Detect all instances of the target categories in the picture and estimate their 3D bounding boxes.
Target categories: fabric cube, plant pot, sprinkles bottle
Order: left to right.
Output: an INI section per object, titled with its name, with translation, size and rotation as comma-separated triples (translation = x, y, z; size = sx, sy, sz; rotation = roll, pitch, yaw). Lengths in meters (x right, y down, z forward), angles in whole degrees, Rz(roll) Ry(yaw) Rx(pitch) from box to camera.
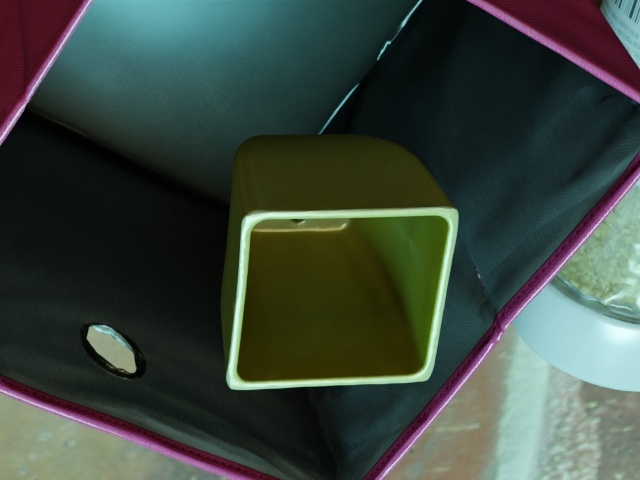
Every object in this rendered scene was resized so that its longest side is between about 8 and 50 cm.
[fabric cube]
translation = -0.041, -0.078, 0.889
size = 0.254, 0.258, 0.259
rotation = 25, 115, -29
[plant pot]
translation = 0.000, 0.000, 0.741
size = 0.081, 0.083, 0.081
rotation = -1, 124, -12
[sprinkles bottle]
translation = 0.201, -0.089, 1.023
size = 0.121, 0.121, 0.355
rotation = 3, 124, -16
